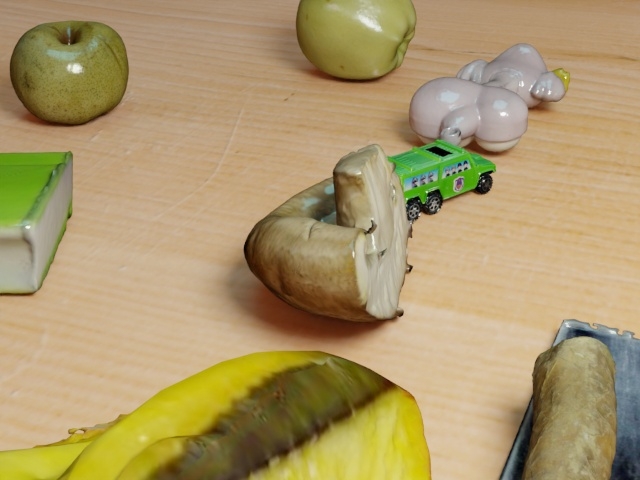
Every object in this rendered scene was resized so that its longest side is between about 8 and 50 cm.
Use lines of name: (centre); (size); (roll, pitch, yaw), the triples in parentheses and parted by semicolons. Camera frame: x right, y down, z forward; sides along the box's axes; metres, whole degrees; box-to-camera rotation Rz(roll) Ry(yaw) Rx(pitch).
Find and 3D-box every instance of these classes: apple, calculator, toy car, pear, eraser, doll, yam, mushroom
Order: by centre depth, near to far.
yam: (0.161, 0.178, 0.632); (0.066, 0.066, 0.299); (6, 38, 13)
calculator: (0.242, 0.150, 0.759); (0.161, 0.021, 0.261); (12, 32, 22)
mushroom: (0.000, 0.000, 0.924); (0.151, 0.156, 0.285); (-7, 15, 14)
eraser: (-0.412, -0.026, 1.031); (0.274, 0.092, 0.210); (-2, 28, 1)
toy car: (0.133, -0.078, 1.136); (0.165, 0.062, 0.071); (-20, 33, -31)
doll: (0.238, -0.198, 1.324); (0.160, 0.094, 0.365); (17, 33, 24)
pear: (-0.357, -0.239, 1.374); (0.167, 0.136, 0.167); (2, 31, -1)
apple: (0.052, -0.342, 1.504); (0.200, 0.200, 0.200); (-1, 29, 0)

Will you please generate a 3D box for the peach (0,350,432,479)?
peach: (-0.114, 0.204, 0.437); (0.380, 0.242, 0.306); (-21, 2, 7)
